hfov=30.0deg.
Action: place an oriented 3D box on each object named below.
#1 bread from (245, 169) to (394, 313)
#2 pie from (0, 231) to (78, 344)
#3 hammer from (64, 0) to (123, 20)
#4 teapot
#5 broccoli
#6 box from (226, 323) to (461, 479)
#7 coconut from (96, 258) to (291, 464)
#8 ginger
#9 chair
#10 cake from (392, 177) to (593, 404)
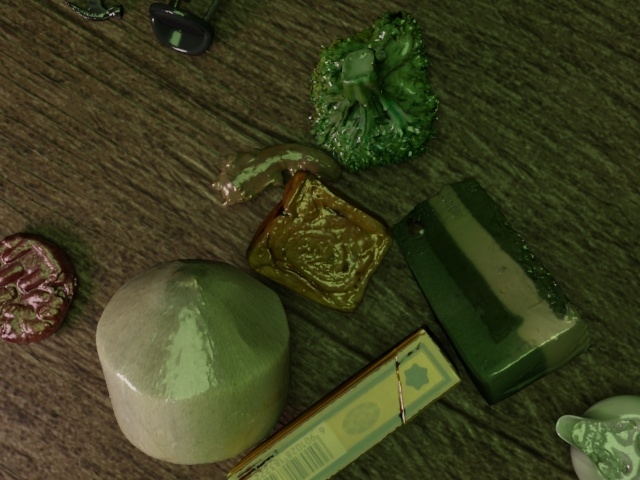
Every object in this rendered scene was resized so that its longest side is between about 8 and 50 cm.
[{"bbox_3d":[0.000,0.000,1.533,0.158,0.143,0.149,26,96,-5],"label":"bread"},{"bbox_3d":[-0.404,0.065,1.633,0.154,0.036,0.154,0,90,5],"label":"pie"},{"bbox_3d":[-0.317,-0.402,1.645,0.078,0.021,0.201,-4,88,5],"label":"hammer"},{"bbox_3d":[0.404,0.272,1.527,0.226,0.092,0.145,19,93,4],"label":"teapot"},{"bbox_3d":[0.068,-0.197,1.521,0.194,0.194,0.220,22,85,5],"label":"broccoli"},{"bbox_3d":[0.035,0.227,1.510,0.301,0.193,0.084,-37,86,3],"label":"box"},{"bbox_3d":[-0.155,0.139,1.487,0.237,0.237,0.266,-2,131,5],"label":"coconut"},{"bbox_3d":[-0.061,-0.094,1.600,0.173,0.051,0.069,-13,91,6],"label":"ginger"},{"bbox_3d":[-0.161,-0.363,1.594,0.104,0.095,0.221,20,91,17],"label":"chair"},{"bbox_3d":[0.212,0.056,1.514,0.158,0.172,0.283,-31,84,1],"label":"cake"}]
